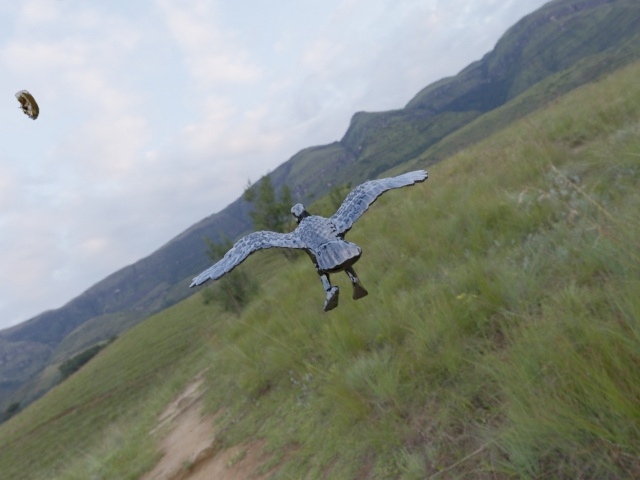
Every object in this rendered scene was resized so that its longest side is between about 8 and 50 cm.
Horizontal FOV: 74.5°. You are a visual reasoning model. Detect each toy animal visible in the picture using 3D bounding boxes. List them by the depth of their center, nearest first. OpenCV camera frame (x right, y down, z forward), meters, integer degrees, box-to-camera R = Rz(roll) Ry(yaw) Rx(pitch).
[{"bbox_3d":[0.000,0.000,0.333,0.220,0.108,0.062,-23,-42,-5],"label":"toy animal"}]

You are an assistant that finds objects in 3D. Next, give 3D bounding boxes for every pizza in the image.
[{"bbox_3d":[-0.506,-0.233,0.727,0.083,0.037,0.016,-35,28,58],"label":"pizza"}]
